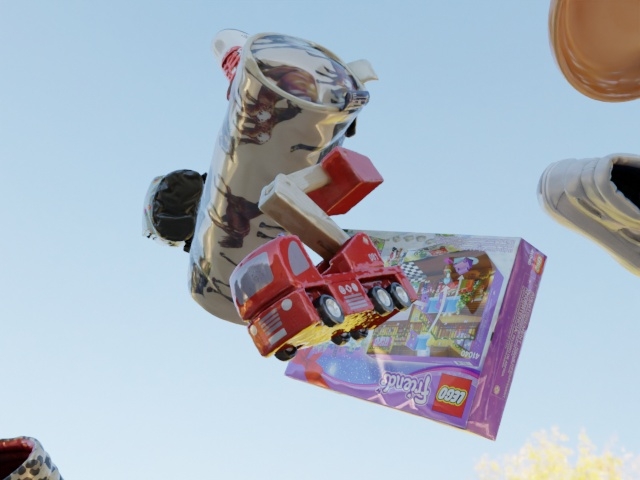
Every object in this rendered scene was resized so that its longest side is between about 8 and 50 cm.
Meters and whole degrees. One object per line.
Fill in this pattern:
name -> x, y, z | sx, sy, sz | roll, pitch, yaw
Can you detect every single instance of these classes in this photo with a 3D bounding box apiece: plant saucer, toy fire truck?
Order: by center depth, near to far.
toy fire truck -> 0.000, 0.000, 0.517 | 0.047, 0.135, 0.192 | -39, -18, 27
plant saucer -> 0.288, -0.222, 0.700 | 0.200, 0.037, 0.200 | -12, -53, -16

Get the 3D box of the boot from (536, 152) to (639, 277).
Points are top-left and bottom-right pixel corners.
boot -> 0.368, -0.016, 0.845 | 0.258, 0.095, 0.123 | 22, -9, -17

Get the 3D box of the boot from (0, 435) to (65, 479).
boot -> -0.431, 0.416, 1.021 | 0.377, 0.138, 0.284 | -19, -64, 16

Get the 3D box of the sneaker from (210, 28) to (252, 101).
sneaker -> -0.128, -0.288, 1.365 | 0.270, 0.145, 0.090 | 48, -68, 17

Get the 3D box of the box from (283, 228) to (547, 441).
box -> 0.095, 0.092, 0.887 | 0.057, 0.201, 0.293 | 29, -15, -37

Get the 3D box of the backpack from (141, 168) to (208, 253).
backpack -> -0.274, -0.055, 1.457 | 0.115, 0.152, 0.182 | 18, -12, -13

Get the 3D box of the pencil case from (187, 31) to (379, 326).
pencil case -> -0.064, -0.067, 1.061 | 0.183, 0.160, 0.410 | 4, -50, -22
